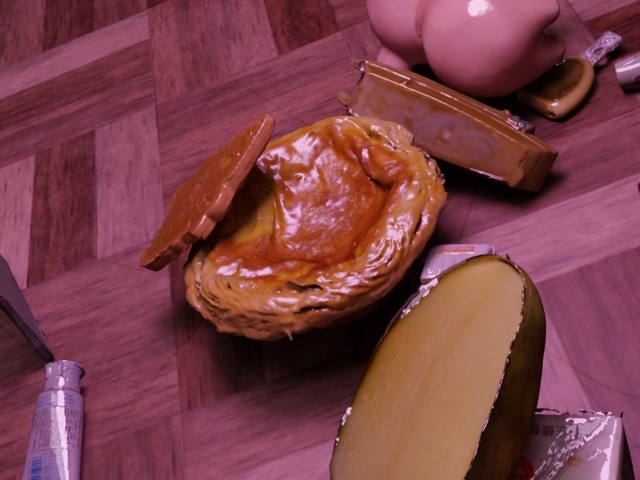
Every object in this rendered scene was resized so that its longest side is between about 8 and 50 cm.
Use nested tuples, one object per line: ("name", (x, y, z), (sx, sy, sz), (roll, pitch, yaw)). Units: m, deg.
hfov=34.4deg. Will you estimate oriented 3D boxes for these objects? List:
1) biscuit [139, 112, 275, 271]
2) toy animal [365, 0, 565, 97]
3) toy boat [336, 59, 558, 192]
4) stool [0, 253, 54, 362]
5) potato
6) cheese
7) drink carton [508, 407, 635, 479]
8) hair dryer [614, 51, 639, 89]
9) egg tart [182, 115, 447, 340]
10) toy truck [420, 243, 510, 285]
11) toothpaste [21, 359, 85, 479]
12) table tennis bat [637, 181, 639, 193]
("biscuit", (-0.137, -0.056, 1.265), (0.250, 0.035, 0.162), (-49, 29, 15))
("toy animal", (0.190, -0.316, 1.431), (0.269, 0.237, 0.326), (-10, 38, 8))
("toy boat", (0.158, -0.153, 1.336), (0.310, 0.115, 0.089), (25, 105, 20))
("stool", (-0.540, 0.106, 1.398), (0.244, 0.170, 0.269), (-36, 43, -9))
("potato", (0.119, 0.145, 0.877), (0.160, 0.111, 0.271), (-14, 42, 45))
("cheese", (0.346, -0.228, 1.396), (0.162, 0.036, 0.086), (-40, 45, -14))
("drink carton", (0.154, 0.308, 0.872), (0.194, 0.132, 0.324), (-3, 45, 26))
("hair dryer", (0.435, -0.193, 1.298), (0.106, 0.054, 0.154), (-17, 37, 17))
("egg tart", (0.000, 0.000, 1.246), (0.352, 0.150, 0.352), (-19, 39, 16))
("toy truck", (0.141, 0.102, 1.104), (0.098, 0.114, 0.227), (-1, 47, 26))
("toothpaste", (-0.318, 0.254, 1.229), (0.089, 0.057, 0.234), (-15, 49, 15))
("table tennis bat", (0.491, -0.129, 1.236), (0.274, 0.021, 0.154), (-34, 41, -11))
